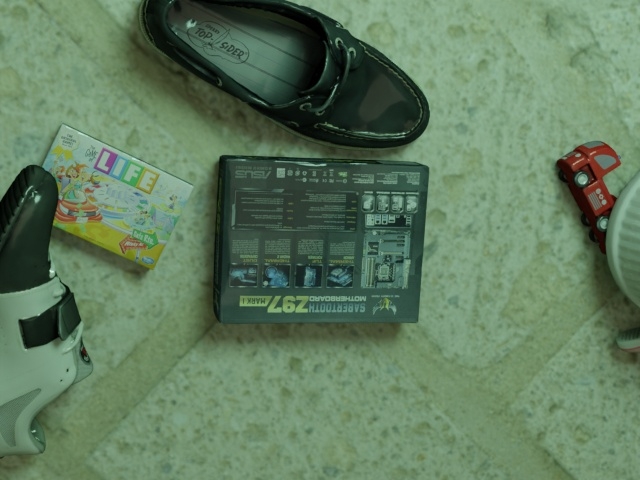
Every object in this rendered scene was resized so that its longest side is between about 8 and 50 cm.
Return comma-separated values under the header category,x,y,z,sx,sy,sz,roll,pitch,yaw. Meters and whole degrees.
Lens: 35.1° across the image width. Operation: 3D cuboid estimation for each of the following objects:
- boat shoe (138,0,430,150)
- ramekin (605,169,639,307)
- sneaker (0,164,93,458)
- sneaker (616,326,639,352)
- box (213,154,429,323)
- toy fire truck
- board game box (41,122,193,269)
category,x,y,z,sx,sy,sz,roll,pitch,yaw
boat shoe,-0.026,-0.184,1.063,0.340,0.113,0.127,28,93,-15
ramekin,0.443,0.003,1.147,0.207,0.109,0.207,-2,100,-11
sneaker,-0.301,0.081,1.057,0.146,0.122,0.330,14,110,-20
sneaker,0.433,0.137,1.249,0.134,0.051,0.070,-11,97,-14
box,0.000,0.000,1.130,0.233,0.059,0.183,0,100,-13
toy fire truck,0.380,-0.048,1.206,0.135,0.047,0.192,-32,105,-4
board game box,-0.229,-0.047,1.091,0.154,0.026,0.103,25,94,-15
